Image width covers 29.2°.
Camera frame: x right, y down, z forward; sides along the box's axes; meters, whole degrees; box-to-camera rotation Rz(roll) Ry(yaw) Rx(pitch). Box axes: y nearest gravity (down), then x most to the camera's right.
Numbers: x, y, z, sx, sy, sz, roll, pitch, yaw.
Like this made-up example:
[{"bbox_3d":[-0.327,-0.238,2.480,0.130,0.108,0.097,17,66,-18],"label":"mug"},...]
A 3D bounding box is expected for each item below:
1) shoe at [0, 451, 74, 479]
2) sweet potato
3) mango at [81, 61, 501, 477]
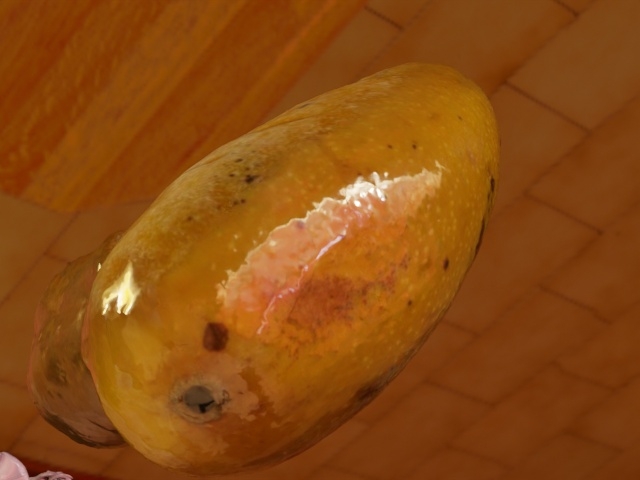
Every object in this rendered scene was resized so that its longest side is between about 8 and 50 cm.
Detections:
[{"bbox_3d":[-0.283,0.309,1.297,0.245,0.095,0.137,29,81,-45],"label":"shoe"},{"bbox_3d":[-0.165,0.094,0.980,0.158,0.158,0.369,5,161,-21],"label":"sweet potato"},{"bbox_3d":[0.005,0.003,0.695,0.329,0.176,0.175,-35,130,-34],"label":"mango"}]
